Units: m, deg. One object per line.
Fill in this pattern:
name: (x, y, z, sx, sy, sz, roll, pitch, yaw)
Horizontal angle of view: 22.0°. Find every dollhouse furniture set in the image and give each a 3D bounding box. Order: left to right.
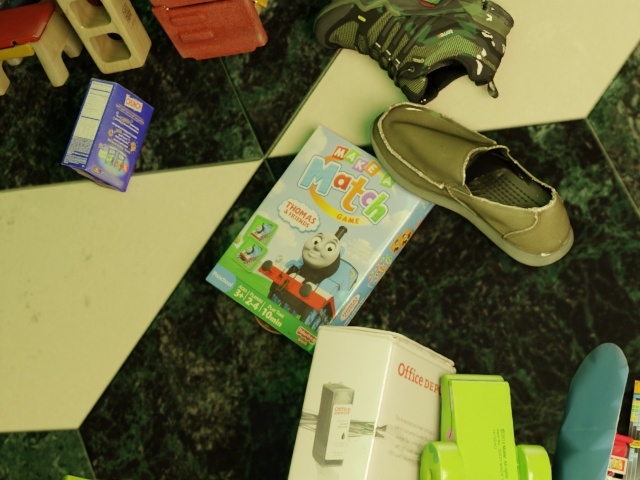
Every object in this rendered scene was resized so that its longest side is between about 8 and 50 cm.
dollhouse furniture set: (-0.220, -0.308, 1.866, 0.374, 0.152, 0.201, -6, 43, 25)

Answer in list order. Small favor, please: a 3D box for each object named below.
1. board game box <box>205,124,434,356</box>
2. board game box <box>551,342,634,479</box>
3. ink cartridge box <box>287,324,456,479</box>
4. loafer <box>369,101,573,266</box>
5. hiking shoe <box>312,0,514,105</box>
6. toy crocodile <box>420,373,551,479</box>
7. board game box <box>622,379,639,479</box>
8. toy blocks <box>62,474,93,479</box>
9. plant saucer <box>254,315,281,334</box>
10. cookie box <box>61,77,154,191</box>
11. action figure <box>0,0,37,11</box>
board game box: (0.000, 0.000, 1.756, 0.160, 0.039, 0.211, 33, 83, 31)
board game box: (0.264, 0.182, 1.550, 0.033, 0.133, 0.168, 16, 79, -11)
ink cartridge box: (0.048, 0.205, 1.610, 0.092, 0.158, 0.217, 7, 78, 29)
loafer: (0.155, -0.076, 1.669, 0.251, 0.087, 0.094, 35, 61, 25)
hiking shoe: (0.088, -0.203, 1.757, 0.227, 0.086, 0.114, 4, 73, 27)
toy crocodile: (0.161, 0.289, 1.565, 0.115, 0.105, 0.340, -1, 67, -17)
board game box: (0.366, 0.207, 1.510, 0.170, 0.048, 0.141, 2, 74, 28)
toy blocks: (-0.182, 0.425, 1.585, 0.261, 0.191, 0.381, -9, 67, 53)
plant saucer: (-0.035, 0.062, 1.781, 0.083, 0.013, 0.083, -8, 71, 24)
cookie box: (-0.244, -0.121, 1.900, 0.040, 0.092, 0.107, 14, 81, 27)
action figure: (-0.449, -0.320, 1.965, 0.179, 0.330, 0.341, 27, 57, 25)
